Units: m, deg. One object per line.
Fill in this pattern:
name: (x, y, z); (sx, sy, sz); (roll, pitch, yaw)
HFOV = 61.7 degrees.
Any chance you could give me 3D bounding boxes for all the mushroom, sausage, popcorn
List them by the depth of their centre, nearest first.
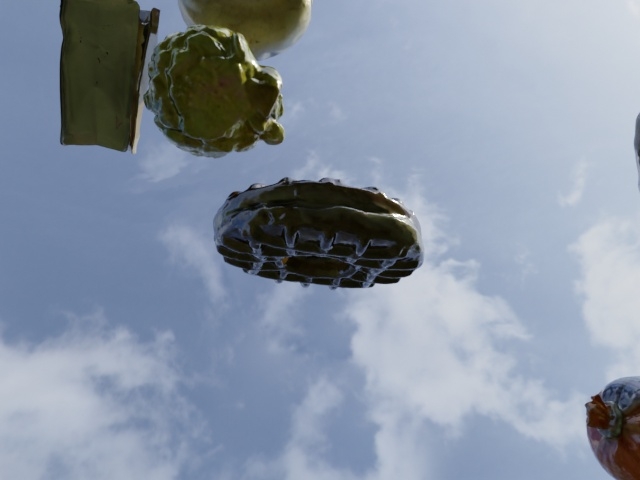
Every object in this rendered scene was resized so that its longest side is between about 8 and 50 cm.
sausage: (0.247, 0.140, 0.328); (0.234, 0.071, 0.071); (27, -92, -17)
popcorn: (-0.186, -0.264, 0.966); (0.259, 0.212, 0.259); (-9, -53, -13)
mushroom: (-0.199, -0.570, 1.226); (0.356, 0.315, 0.315); (18, -89, -36)

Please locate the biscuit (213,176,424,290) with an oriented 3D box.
biscuit: (0.000, 0.000, 0.837); (0.332, 0.332, 0.103); (11, -109, -16)

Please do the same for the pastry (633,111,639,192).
pastry: (0.442, -0.097, 0.470); (0.184, 0.284, 0.316); (-44, -39, -21)

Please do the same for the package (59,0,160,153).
package: (-0.433, -0.351, 1.155); (0.165, 0.221, 0.311); (9, -78, 3)
